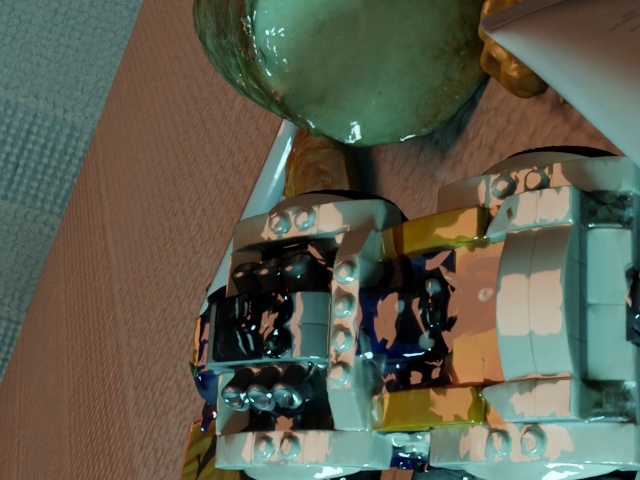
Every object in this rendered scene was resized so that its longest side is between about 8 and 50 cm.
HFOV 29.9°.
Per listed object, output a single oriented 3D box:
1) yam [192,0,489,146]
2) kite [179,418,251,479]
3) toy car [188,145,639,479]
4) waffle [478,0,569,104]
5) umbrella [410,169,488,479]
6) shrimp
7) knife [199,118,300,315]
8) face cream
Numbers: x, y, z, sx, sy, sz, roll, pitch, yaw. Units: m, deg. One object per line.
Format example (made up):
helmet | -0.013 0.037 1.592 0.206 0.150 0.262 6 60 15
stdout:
yam | 0.003 -0.186 1.002 0.195 0.195 0.300 -69 19 8
kite | -0.117 0.300 1.176 0.377 0.013 0.328 -125 54 -65
toy car | 0.049 0.056 0.658 0.301 0.118 0.193 -6 72 35
waffle | 0.166 -0.217 0.793 0.219 0.057 0.229 -100 33 -56
umbrella | 0.093 0.072 0.727 0.066 0.059 0.236 8 79 55
shrimp | 0.001 0.000 1.060 0.294 0.062 0.154 -102 23 -59
knife | -0.067 -0.028 1.293 0.073 0.040 0.266 -89 23 -67
face cream | 0.181 -0.078 0.560 0.143 0.089 0.314 -24 34 3
